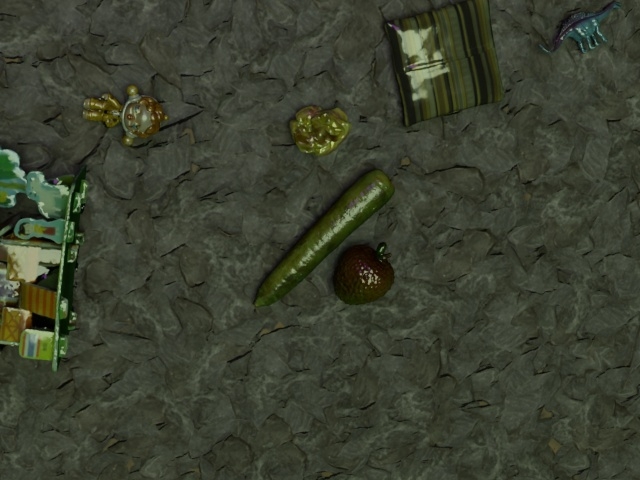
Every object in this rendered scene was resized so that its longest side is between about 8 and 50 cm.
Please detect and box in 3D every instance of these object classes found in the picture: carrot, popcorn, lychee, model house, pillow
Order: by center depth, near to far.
[{"bbox_3d":[-0.568,0.017,1.749,0.313,0.242,0.358,7,104,-12],"label":"model house"},{"bbox_3d":[0.001,-0.203,1.900,0.109,0.089,0.097,-12,118,-13],"label":"popcorn"},{"bbox_3d":[0.238,-0.339,1.931,0.212,0.052,0.208,-16,111,-7],"label":"pillow"},{"bbox_3d":[0.000,0.000,1.960,0.358,0.074,0.074,-44,109,4],"label":"carrot"},{"bbox_3d":[0.085,0.064,1.974,0.114,0.114,0.146,36,114,-19],"label":"lychee"}]

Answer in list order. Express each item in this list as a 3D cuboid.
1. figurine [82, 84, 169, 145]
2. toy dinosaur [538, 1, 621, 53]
[{"bbox_3d":[-0.351,-0.222,1.825,0.143,0.068,0.101,-16,104,4],"label":"figurine"},{"bbox_3d":[0.511,-0.407,1.982,0.197,0.045,0.080,-30,96,-11],"label":"toy dinosaur"}]
